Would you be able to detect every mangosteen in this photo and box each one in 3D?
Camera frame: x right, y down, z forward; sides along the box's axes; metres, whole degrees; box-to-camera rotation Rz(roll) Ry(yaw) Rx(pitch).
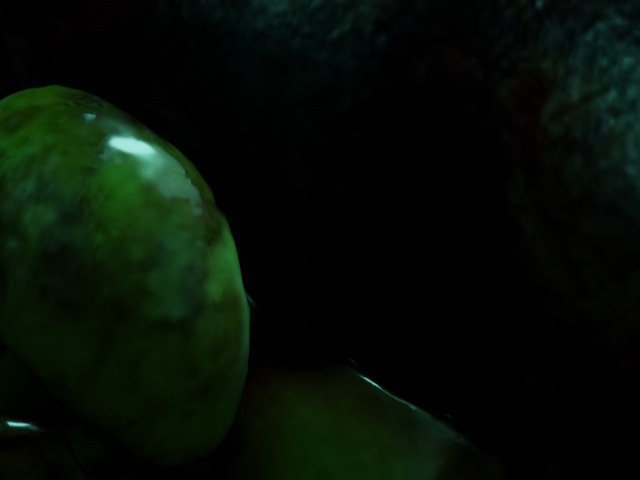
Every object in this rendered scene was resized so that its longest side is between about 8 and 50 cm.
[{"bbox_3d":[0.000,0.000,0.599,0.306,0.359,0.306,32,-28,19],"label":"mangosteen"}]
